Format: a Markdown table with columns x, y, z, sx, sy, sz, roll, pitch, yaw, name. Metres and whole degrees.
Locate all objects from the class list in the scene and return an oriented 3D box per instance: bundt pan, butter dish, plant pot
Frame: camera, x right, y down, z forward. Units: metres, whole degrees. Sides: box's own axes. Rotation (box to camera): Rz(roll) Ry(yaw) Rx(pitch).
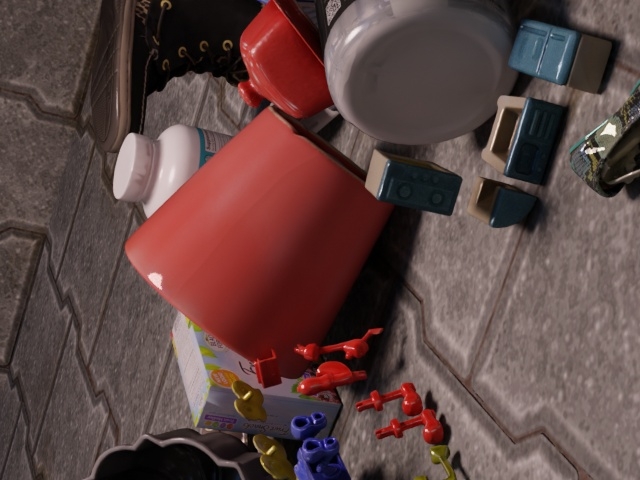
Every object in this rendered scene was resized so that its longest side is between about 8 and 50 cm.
| x | y | z | sx | sy | sz | roll | pitch | yaw | name |
| --- | --- | --- | --- | --- | --- | --- | --- | --- | --- |
| -0.138 | 0.373 | 1.812 | 0.124 | 0.331 | 0.331 | -23 | -42 | -61 | bundt pan |
| -0.042 | -0.198 | 1.731 | 0.118 | 0.160 | 0.160 | -38 | 20 | 5 | butter dish |
| -0.056 | -0.009 | 1.806 | 0.243 | 0.275 | 0.275 | -52 | 26 | 6 | plant pot |

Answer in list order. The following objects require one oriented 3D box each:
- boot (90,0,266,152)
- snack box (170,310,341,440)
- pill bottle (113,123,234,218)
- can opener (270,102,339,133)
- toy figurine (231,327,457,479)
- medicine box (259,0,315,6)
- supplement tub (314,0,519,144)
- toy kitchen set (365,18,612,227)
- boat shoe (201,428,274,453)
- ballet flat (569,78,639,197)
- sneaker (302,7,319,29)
| x | y | z | sx | sy | sz | roll | pitch | yaw | name |
| --- | --- | --- | --- | --- | --- | --- | --- | --- | --- |
| -0.188 | -0.270 | 2.249 | 0.138 | 0.284 | 0.377 | 129 | 148 | -47 | boot |
| -0.086 | 0.163 | 1.907 | 0.207 | 0.174 | 0.070 | -116 | 41 | -59 | snack box |
| -0.142 | -0.073 | 2.055 | 0.146 | 0.264 | 0.146 | -168 | 90 | -69 | pill bottle |
| 0.008 | -0.196 | 1.979 | 0.280 | 0.074 | 0.093 | -36 | 14 | 52 | can opener |
| 0.046 | 0.292 | 1.632 | 0.362 | 0.191 | 0.217 | -122 | 17 | -51 | toy figurine |
| -0.017 | -0.440 | 1.899 | 0.289 | 0.149 | 0.263 | -14 | -54 | -63 | medicine box |
| 0.093 | -0.286 | 1.661 | 0.338 | 0.207 | 0.207 | -98 | 29 | -41 | supplement tub |
| 0.157 | -0.120 | 1.464 | 0.122 | 0.166 | 0.207 | -143 | 66 | -67 | toy kitchen set |
| -0.123 | 0.204 | 2.036 | 0.324 | 0.097 | 0.116 | -107 | 17 | -64 | boat shoe |
| 0.286 | -0.100 | 1.294 | 0.188 | 0.070 | 0.070 | 127 | 148 | -50 | ballet flat |
| -0.015 | -0.340 | 2.149 | 0.131 | 0.112 | 0.319 | 82 | -179 | -59 | sneaker |
